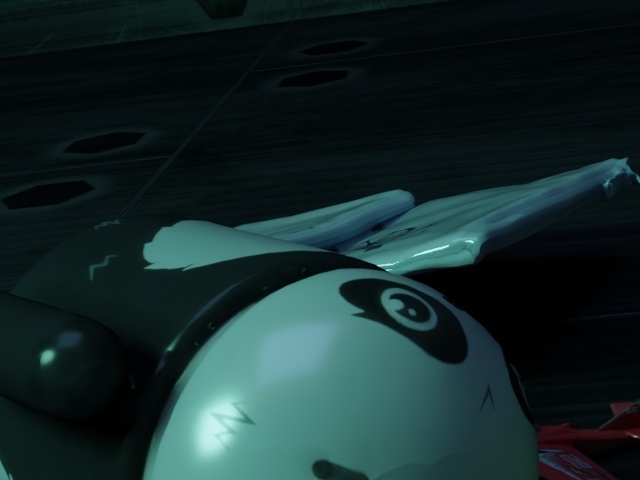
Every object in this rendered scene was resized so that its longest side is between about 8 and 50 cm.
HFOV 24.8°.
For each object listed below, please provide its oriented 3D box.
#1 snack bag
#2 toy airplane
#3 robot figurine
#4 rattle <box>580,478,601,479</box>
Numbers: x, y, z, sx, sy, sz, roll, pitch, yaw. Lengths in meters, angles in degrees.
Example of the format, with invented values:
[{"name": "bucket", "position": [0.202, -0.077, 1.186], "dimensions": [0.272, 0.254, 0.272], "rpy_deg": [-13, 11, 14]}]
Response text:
[{"name": "snack bag", "position": [0.000, 0.000, 0.919], "dimensions": [0.343, 0.037, 0.323], "rpy_deg": [-11, 4, 28]}, {"name": "toy airplane", "position": [0.122, 0.097, 0.715], "dimensions": [0.151, 0.028, 0.151], "rpy_deg": [-7, 18, 2]}, {"name": "robot figurine", "position": [-0.038, 0.078, 0.608], "dimensions": [0.209, 0.173, 0.278], "rpy_deg": [-21, 20, -33]}, {"name": "rattle", "position": [0.146, 0.154, 0.518], "dimensions": [0.130, 0.142, 0.200], "rpy_deg": [18, -16, -32]}]
